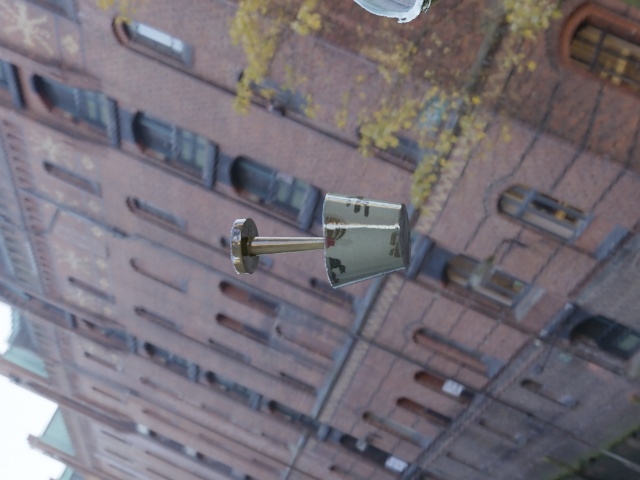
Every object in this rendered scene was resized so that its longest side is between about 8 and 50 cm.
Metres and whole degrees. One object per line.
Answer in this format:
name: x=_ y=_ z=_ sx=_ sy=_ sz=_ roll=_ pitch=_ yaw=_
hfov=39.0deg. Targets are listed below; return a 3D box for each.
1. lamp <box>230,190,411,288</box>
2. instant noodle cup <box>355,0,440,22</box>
lamp: x=0.000 y=0.000 z=1.109 sx=0.121 sy=0.214 sz=0.121 roll=-2 pitch=-90 yaw=-75
instant noodle cup: x=0.060 y=-0.219 z=0.497 sx=0.144 sy=0.182 sz=0.182 roll=-41 pitch=-9 yaw=-11
